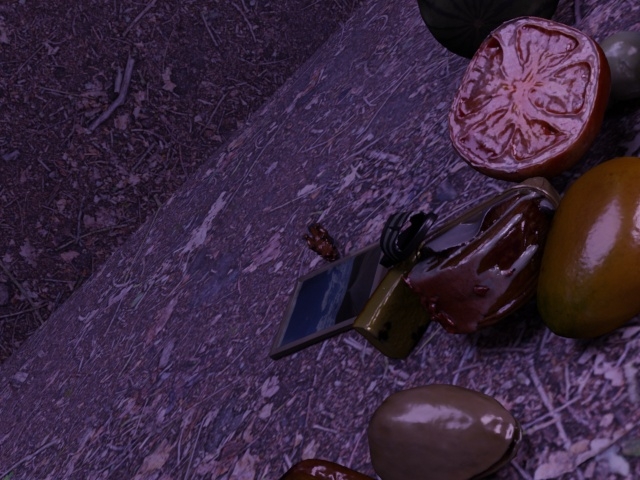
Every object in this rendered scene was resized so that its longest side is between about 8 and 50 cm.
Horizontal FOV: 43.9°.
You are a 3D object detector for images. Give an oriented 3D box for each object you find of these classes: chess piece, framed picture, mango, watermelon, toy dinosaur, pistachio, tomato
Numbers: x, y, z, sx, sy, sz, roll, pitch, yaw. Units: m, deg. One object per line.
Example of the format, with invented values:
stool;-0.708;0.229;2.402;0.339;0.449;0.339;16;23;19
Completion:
chess piece;0.380;-0.229;1.176;0.243;0.133;0.133;-18;35;43
framed picture;0.022;0.104;1.404;0.260;0.023;0.189;-26;32;41
mango;0.321;0.008;0.873;0.152;0.120;0.221;-9;50;56
watermelon;0.327;-0.507;1.542;0.279;0.279;0.359;-33;26;33
toy dinosaur;0.000;0.000;1.572;0.049;0.055;0.154;-47;29;9
pistachio;0.133;0.216;0.880;0.186;0.108;0.126;-20;40;33
tomato;0.294;-0.189;1.103;0.237;0.095;0.236;-12;69;35

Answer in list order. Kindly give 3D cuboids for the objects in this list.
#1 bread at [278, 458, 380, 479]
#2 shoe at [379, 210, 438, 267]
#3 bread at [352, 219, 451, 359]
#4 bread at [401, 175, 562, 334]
bread;-0.017;0.340;0.833;0.232;0.135;0.246;-57;-7;-21
shoe;0.105;-0.005;1.104;0.071;0.049;0.179;-55;2;-16
bread;0.143;0.061;1.157;0.226;0.088;0.049;-55;21;-15
bread;0.221;0.026;1.020;0.224;0.142;0.212;-32;13;42
